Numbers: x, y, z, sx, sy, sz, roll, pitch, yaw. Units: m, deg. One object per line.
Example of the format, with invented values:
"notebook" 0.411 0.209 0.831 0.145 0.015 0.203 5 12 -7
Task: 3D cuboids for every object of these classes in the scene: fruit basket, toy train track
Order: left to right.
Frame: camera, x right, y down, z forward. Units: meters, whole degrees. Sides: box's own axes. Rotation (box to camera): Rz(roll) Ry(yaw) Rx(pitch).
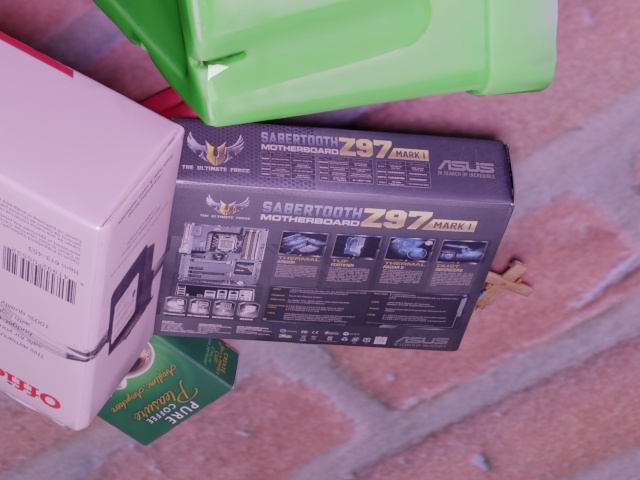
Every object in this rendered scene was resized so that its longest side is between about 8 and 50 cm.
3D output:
"fruit basket" 0.026 -0.243 0.926 0.392 0.392 0.283 1 134 7
"toy train track" 0.123 0.035 1.357 0.048 0.014 0.083 20 138 -22

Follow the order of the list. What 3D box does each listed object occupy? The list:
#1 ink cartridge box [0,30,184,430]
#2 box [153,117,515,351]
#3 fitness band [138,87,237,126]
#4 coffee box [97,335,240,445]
"ink cartridge box" -0.193 -0.007 1.191 0.172 0.100 0.237 28 144 10
"box" 0.000 0.000 1.268 0.232 0.059 0.183 3 145 -8
"fitness band" -0.141 -0.144 1.197 0.291 0.054 0.209 -25 123 26
"coffee box" -0.165 0.077 1.412 0.184 0.040 0.113 36 128 -24
